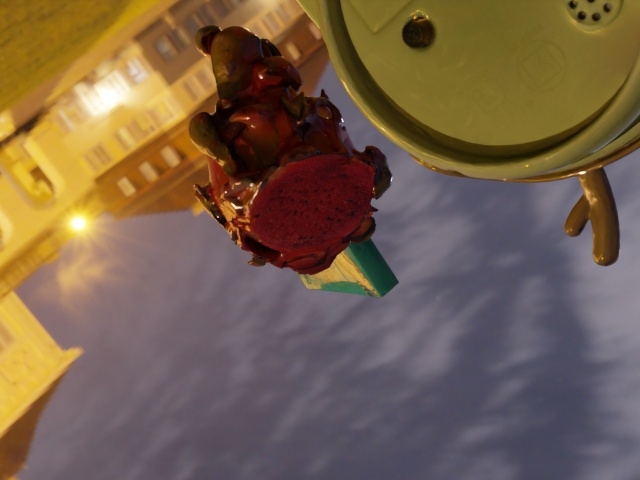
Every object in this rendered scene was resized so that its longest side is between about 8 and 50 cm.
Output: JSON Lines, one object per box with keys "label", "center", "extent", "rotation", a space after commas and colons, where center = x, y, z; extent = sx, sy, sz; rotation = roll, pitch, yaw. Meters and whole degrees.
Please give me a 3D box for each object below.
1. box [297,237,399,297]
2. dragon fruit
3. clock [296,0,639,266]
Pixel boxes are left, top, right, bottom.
{"label": "box", "center": [0.000, 0.000, 1.453], "extent": [0.042, 0.161, 0.226], "rotation": [-41, -162, -20]}
{"label": "dragon fruit", "center": [-0.035, -0.071, 0.803], "extent": [0.133, 0.207, 0.150], "rotation": [-30, -175, -19]}
{"label": "clock", "center": [0.105, -0.135, 0.571], "extent": [0.235, 0.308, 0.096], "rotation": [-40, 176, 36]}
